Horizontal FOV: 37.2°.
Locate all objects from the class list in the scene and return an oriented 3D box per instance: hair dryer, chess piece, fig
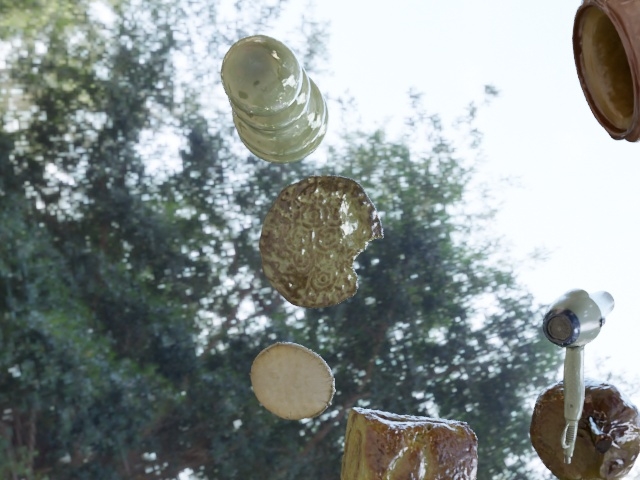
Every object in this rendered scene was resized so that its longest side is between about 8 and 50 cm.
[{"bbox_3d":[0.319,0.143,1.139,0.067,0.167,0.199,4,-67,35],"label":"hair dryer"},{"bbox_3d":[-0.071,-0.201,1.301,0.144,0.251,0.144,-1,-98,6],"label":"chess piece"},{"bbox_3d":[0.448,0.308,1.498,0.290,0.191,0.190,147,-71,-75],"label":"fig"}]

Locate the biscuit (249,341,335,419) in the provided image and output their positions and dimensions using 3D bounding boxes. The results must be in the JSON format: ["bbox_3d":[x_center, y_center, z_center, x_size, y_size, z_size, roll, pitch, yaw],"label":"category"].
[{"bbox_3d":[-0.049,0.240,1.605,0.152,0.020,0.152,4,-69,12],"label":"biscuit"}]

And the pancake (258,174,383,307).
[{"bbox_3d":[0.000,0.000,1.608,0.235,0.212,0.029,-57,-160,-4],"label":"pancake"}]

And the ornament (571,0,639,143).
[{"bbox_3d":[0.417,-0.217,1.071,0.235,0.218,0.221,-142,-145,-82],"label":"ornament"}]

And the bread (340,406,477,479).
[{"bbox_3d":[0.120,0.296,1.280,0.103,0.172,0.132,153,-53,-65],"label":"bread"}]
